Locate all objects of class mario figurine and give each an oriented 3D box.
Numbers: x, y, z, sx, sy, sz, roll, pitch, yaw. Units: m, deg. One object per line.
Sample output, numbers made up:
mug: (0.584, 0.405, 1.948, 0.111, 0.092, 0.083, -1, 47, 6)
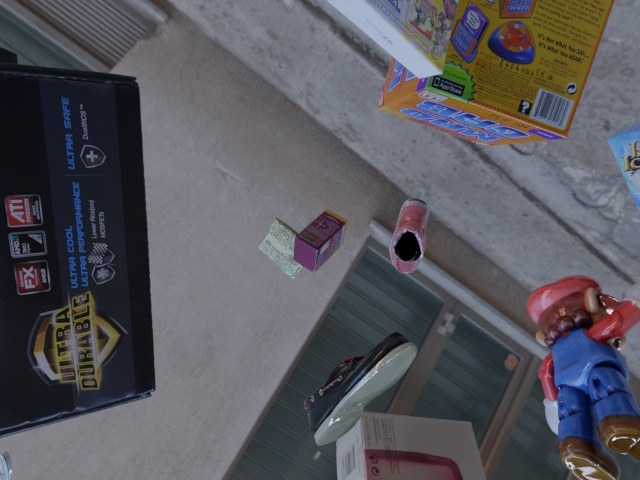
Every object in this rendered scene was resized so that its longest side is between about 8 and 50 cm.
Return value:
mario figurine: (0.414, 0.178, 0.622, 0.198, 0.320, 0.170, -17, 118, 30)

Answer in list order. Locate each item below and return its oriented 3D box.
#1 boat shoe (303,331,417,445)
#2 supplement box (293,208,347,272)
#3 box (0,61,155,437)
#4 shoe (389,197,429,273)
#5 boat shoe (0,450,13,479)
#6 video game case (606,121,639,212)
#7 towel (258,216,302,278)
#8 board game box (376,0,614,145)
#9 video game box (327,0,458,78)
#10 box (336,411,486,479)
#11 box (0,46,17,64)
boat shoe: (0.027, 0.115, 0.350, 0.049, 0.133, 0.042, 6, -139, -37)
supplement box: (0.000, 0.000, 0.668, 0.043, 0.083, 0.055, 31, 140, 20)
box: (-0.289, 0.016, 0.324, 0.294, 0.295, 0.073, -6, -163, -34)
shoe: (0.150, 0.016, 0.754, 0.064, 0.081, 0.177, 13, 138, 13)
boat shoe: (-0.625, 0.458, 0.837, 0.035, 0.100, 0.035, 25, -162, 29)
video game case: (0.678, -0.112, 0.733, 0.244, 0.061, 0.269, 62, 159, -7)
towel: (-0.093, 0.018, 1.118, 0.148, 0.110, 0.027, 40, -161, 26)
board game box: (0.401, -0.465, 1.068, 0.357, 0.356, 0.356, 15, -173, -11)
video game box: (0.105, -0.343, 0.552, 0.205, 0.187, 0.048, 20, 169, -40)
box: (0.161, 0.418, 0.802, 0.233, 0.126, 0.148, 10, 132, -12)
box: (-0.589, -0.227, 0.654, 0.207, 0.108, 0.153, -19, 162, 32)
